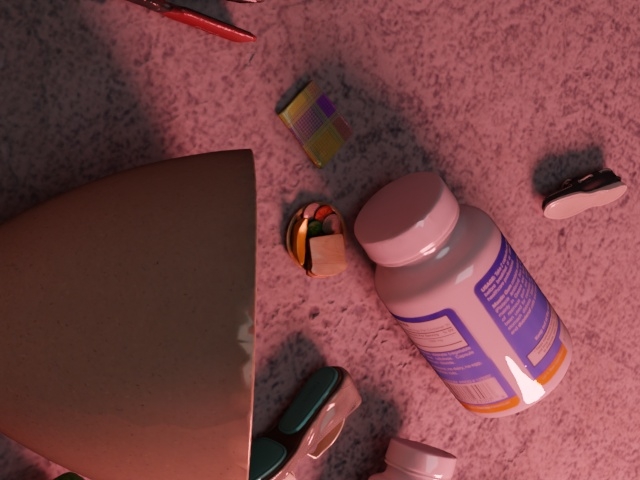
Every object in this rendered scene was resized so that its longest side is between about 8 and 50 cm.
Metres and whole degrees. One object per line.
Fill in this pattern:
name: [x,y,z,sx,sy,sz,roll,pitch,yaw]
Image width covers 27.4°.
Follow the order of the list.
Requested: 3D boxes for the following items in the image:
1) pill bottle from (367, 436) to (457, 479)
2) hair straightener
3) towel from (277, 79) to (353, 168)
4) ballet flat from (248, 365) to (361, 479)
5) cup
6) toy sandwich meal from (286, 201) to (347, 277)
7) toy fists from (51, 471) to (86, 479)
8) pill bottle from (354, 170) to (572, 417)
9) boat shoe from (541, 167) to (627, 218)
pill bottle: [0.091,0.327,1.490,0.108,0.108,0.193,16,89,-33]
hair straightener: [-0.156,-0.264,1.278,0.231,0.047,0.089,14,90,-29]
towel: [-0.004,-0.124,1.412,0.060,0.009,0.083,-48,119,-16]
ballet flat: [-0.033,0.227,1.417,0.213,0.072,0.068,-45,123,-19]
cup: [-0.183,0.077,1.181,0.237,0.331,0.331,2,98,-6]
toy sandwich meal: [0.000,0.000,1.423,0.086,0.029,0.085,-6,101,-32]
toy fists: [-0.235,0.363,1.271,0.142,0.096,0.279,-43,127,-67]
pill bottle: [0.155,0.057,1.459,0.152,0.152,0.272,-46,119,-18]
boat shoe: [0.318,-0.060,1.611,0.125,0.038,0.046,-17,149,-24]
